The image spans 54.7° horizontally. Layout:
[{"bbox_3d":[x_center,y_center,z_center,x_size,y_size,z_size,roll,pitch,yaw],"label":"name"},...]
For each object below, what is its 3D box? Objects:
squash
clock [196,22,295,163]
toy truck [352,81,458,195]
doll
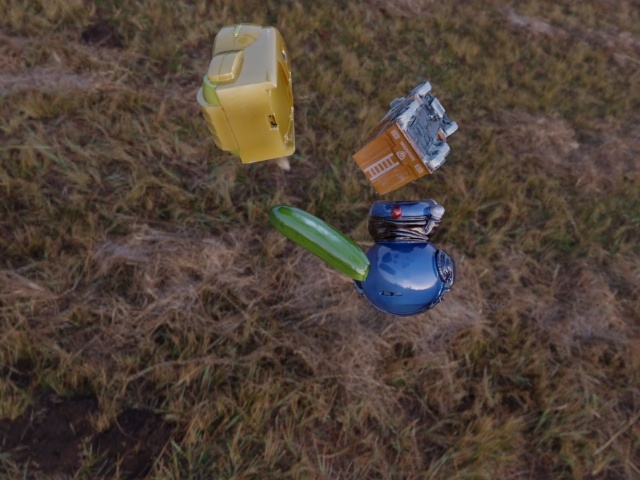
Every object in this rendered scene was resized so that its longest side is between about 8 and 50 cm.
[{"bbox_3d":[0.001,-0.001,1.456,0.292,0.082,0.082,32,40,19],"label":"squash"},{"bbox_3d":[-0.156,-0.364,1.445,0.200,0.244,0.317,-2,50,9],"label":"clock"},{"bbox_3d":[0.231,-0.281,1.695,0.173,0.207,0.387,53,32,-12],"label":"toy truck"},{"bbox_3d":[0.221,0.049,1.663,0.284,0.310,0.240,1,7,26],"label":"doll"}]
